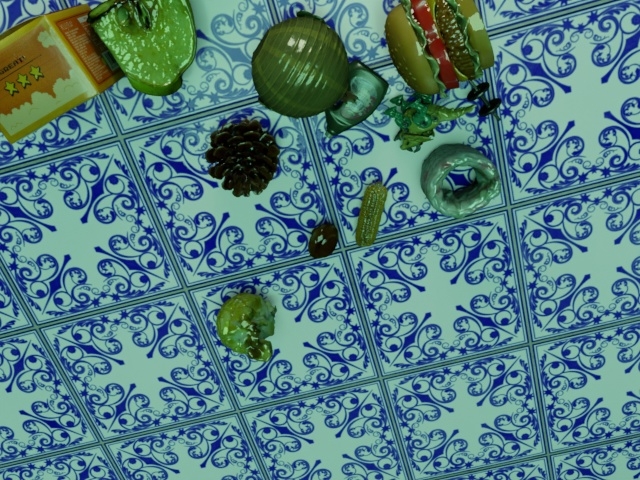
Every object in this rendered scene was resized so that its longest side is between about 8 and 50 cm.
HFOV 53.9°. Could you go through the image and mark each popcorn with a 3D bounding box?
[{"bbox_3d":[-0.210,0.264,1.887,0.198,0.212,0.198,-20,142,-16],"label":"popcorn"}]

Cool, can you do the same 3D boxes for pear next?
[{"bbox_3d":[-0.400,-0.497,1.545,0.238,0.164,0.255,-35,121,-6],"label":"pear"}]

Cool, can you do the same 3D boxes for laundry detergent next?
[{"bbox_3d":[0.073,-0.364,1.668,0.137,0.063,0.211,35,112,-14],"label":"laundry detergent"}]

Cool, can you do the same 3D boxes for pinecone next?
[{"bbox_3d":[-0.202,-0.209,1.665,0.208,0.207,0.207,0,116,-1],"label":"pinecone"}]

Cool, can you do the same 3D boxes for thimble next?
[{"bbox_3d":[0.386,-0.165,1.722,0.211,0.149,0.185,2,113,-3],"label":"thimble"}]

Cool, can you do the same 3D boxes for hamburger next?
[{"bbox_3d":[0.269,-0.474,1.504,0.212,0.274,0.274,-26,113,10],"label":"hamburger"}]

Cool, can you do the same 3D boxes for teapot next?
[{"bbox_3d":[0.000,0.000,1.838,0.098,0.078,0.129,-18,139,-37],"label":"teapot"}]

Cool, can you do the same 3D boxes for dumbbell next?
[{"bbox_3d":[0.432,-0.373,1.664,0.069,0.069,0.147,-37,111,15],"label":"dumbbell"}]

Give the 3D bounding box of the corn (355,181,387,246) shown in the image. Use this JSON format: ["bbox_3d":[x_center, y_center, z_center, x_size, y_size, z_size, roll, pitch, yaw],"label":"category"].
[{"bbox_3d":[0.143,-0.074,1.805,0.068,0.068,0.207,11,117,-6],"label":"corn"}]

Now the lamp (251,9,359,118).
[{"bbox_3d":[-0.026,-0.411,1.541,0.284,0.250,0.250,25,113,-17],"label":"lamp"}]

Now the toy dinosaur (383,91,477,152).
[{"bbox_3d":[0.278,-0.326,1.641,0.259,0.094,0.153,-22,121,43],"label":"toy dinosaur"}]

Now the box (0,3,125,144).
[{"bbox_3d":[-0.650,-0.410,1.507,0.260,0.283,0.213,-24,113,10],"label":"box"}]
